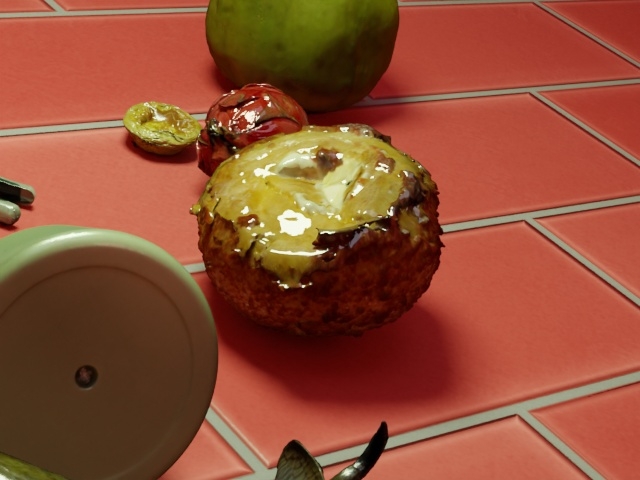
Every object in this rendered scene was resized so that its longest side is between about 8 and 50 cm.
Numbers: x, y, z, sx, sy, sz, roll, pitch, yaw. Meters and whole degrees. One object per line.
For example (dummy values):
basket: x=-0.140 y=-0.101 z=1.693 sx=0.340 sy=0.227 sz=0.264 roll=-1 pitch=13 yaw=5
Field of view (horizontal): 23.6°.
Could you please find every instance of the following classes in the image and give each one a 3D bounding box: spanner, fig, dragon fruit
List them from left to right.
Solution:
spanner: x=-0.544 y=-0.093 z=2.040 sx=0.325 sy=0.040 sz=0.095 roll=19 pitch=27 yaw=3
dragon fruit: x=-0.094 y=-0.139 z=2.222 sx=0.172 sy=0.172 sz=0.209 roll=23 pitch=21 yaw=13
fig: x=-0.025 y=-0.395 z=2.539 sx=0.343 sy=0.343 sz=0.343 roll=12 pitch=28 yaw=-7

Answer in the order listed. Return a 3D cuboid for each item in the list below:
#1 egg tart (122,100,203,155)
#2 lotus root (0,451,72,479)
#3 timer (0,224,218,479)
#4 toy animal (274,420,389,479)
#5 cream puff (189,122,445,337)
egg tart: x=-0.243 y=-0.167 z=2.320 sx=0.130 sy=0.052 sz=0.130 roll=13 pitch=29 yaw=-7
lotus root: x=-0.300 y=0.291 z=1.262 sx=0.346 sy=0.250 sz=0.250 roll=18 pitch=28 yaw=-3
timer: x=-0.299 y=0.104 z=1.620 sx=0.291 sy=0.291 sz=0.315 roll=-1 pitch=12 yaw=-29
toy animal: x=0.017 y=0.274 z=1.518 sx=0.272 sy=0.197 sz=0.160 roll=38 pitch=38 yaw=28
cream puff: x=0.005 y=-0.002 z=1.957 sx=0.350 sy=0.228 sz=0.350 roll=-6 pitch=38 yaw=5
